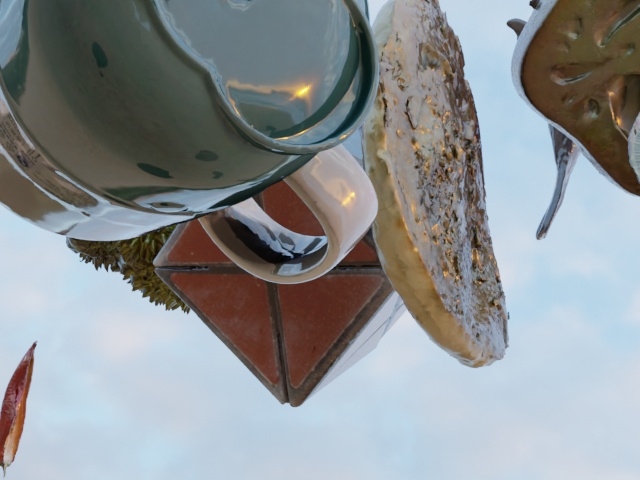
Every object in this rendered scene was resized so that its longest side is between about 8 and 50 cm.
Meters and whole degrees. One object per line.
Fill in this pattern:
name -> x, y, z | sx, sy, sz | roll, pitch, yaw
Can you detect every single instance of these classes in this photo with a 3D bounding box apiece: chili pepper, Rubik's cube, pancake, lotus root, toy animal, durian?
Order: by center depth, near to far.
pancake -> 0.109, -0.063, 0.999 | 0.065, 0.356, 0.356 | -8, -47, 19
Rubik's cube -> 0.000, 0.000, 1.318 | 0.259, 0.260, 0.255 | 44, -62, 9
lotus root -> 0.421, -0.232, 1.332 | 0.374, 0.111, 0.391 | -11, -79, 2
chili pepper -> -0.394, 0.214, 1.401 | 0.027, 0.178, 0.045 | 10, -10, 13
durian -> -0.227, -0.038, 1.514 | 0.291, 0.225, 0.291 | 31, -15, 9
toy animal -> 0.398, -0.184, 1.615 | 0.205, 0.367, 0.081 | -9, -22, 15

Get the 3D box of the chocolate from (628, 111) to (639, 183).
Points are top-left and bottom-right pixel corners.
chocolate -> 0.445, -0.061, 1.198 | 0.221, 0.221, 0.147 | 1, -34, 20

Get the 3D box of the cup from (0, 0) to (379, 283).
cup -> -0.084, -0.094, 0.683 | 0.290, 0.219, 0.257 | 52, -27, -14
